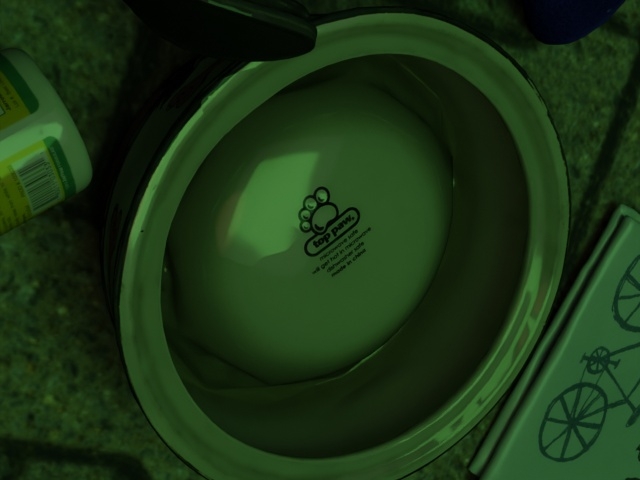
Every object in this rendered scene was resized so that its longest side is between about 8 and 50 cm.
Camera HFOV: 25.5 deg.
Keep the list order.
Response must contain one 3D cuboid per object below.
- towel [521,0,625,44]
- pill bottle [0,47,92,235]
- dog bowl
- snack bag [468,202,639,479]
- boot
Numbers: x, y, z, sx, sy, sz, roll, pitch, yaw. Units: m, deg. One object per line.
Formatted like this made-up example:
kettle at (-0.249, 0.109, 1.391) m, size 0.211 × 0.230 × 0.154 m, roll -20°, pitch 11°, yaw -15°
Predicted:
towel at (0.232, -0.307, 1.147) m, size 0.228 × 0.076 × 0.308 m, roll -52°, pitch 151°, yaw -4°
pill bottle at (-0.278, -0.041, 1.000) m, size 0.208 × 0.117 × 0.118 m, roll -31°, pitch 121°, yaw -17°
dog bowl at (0.000, 0.000, 1.158) m, size 0.408 × 0.150 × 0.408 m, roll -11°, pitch 114°, yaw -26°
snack bag at (0.349, 0.160, 1.490) m, size 0.342 × 0.037 × 0.323 m, roll 24°, pitch 96°, yaw -34°
boot at (-0.094, -0.263, 0.966) m, size 0.263 × 0.091 × 0.229 m, roll 23°, pitch 73°, yaw -10°
